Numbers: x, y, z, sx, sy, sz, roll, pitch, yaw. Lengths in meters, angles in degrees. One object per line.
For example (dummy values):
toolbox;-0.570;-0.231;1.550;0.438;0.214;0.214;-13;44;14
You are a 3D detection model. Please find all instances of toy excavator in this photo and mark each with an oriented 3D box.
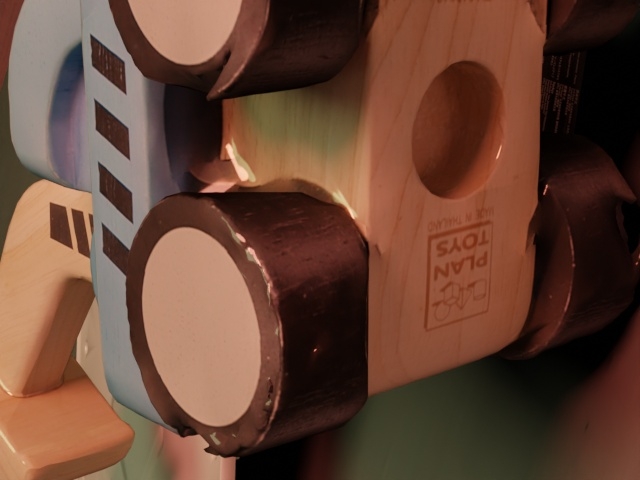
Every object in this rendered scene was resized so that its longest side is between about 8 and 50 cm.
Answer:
toy excavator;-0.075;-0.018;0.685;0.445;0.222;0.433;20;116;47

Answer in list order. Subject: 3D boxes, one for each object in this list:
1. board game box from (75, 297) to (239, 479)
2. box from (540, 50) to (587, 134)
board game box;-0.119;0.134;0.988;0.390;0.050;0.390;-179;91;-66
box;0.094;-0.131;0.763;0.184;0.045;0.191;-10;67;62
